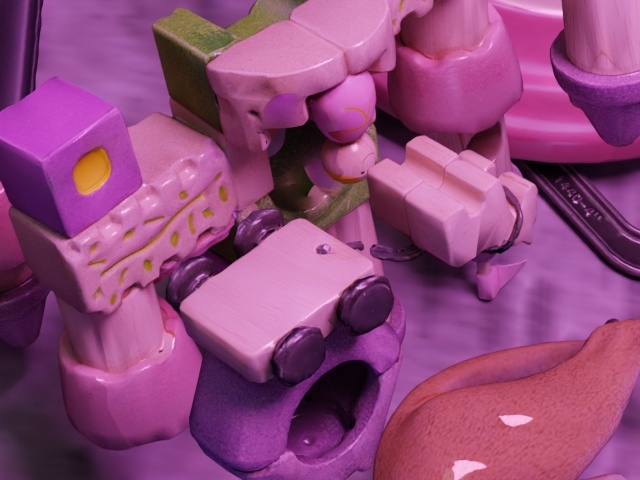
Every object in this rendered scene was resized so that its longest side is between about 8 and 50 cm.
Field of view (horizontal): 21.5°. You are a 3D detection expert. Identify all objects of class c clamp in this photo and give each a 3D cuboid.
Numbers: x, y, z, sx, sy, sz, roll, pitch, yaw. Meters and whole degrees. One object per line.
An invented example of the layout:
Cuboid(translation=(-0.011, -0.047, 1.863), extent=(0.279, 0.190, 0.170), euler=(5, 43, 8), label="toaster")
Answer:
Cuboid(translation=(0.190, -0.045, 0.961), extent=(0.137, 0.022, 0.160), euler=(-41, 74, -20), label="c clamp")

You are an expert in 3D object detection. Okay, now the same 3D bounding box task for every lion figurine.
Cuboid(translation=(0.095, 0.177, 0.728), extent=(0.240, 0.142, 0.392), euler=(2, 42, -19), label="lion figurine")

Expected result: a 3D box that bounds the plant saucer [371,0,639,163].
Cuboid(translation=(0.135, -0.199, 0.988), extent=(0.332, 0.084, 0.332), euler=(2, 56, -3), label="plant saucer")

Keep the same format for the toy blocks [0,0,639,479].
Cuboid(translation=(0.000, 0.000, 0.768), extent=(0.288, 0.260, 0.309), euler=(-35, 46, -25), label="toy blocks")

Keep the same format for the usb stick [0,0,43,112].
Cuboid(translation=(-0.193, -0.076, 0.914), extent=(0.077, 0.045, 0.278), euler=(-1, 60, 1), label="usb stick")
